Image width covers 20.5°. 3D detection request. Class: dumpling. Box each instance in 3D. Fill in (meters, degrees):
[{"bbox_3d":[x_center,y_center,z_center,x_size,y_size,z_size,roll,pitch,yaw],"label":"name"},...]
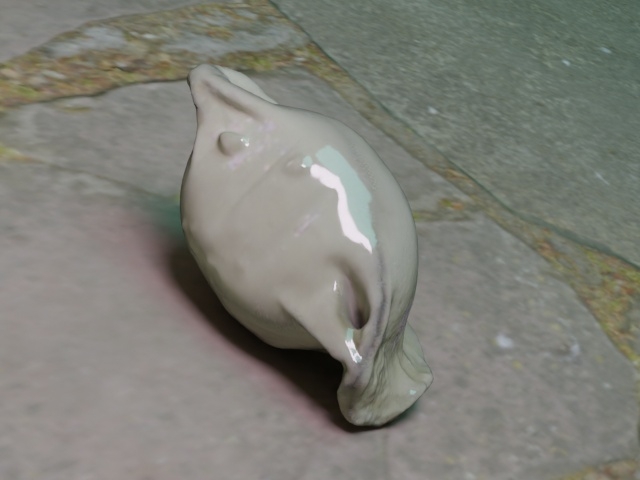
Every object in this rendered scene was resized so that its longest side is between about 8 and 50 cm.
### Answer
[{"bbox_3d":[0.000,-0.002,0.817,0.169,0.100,0.134,40,7,22],"label":"dumpling"}]
